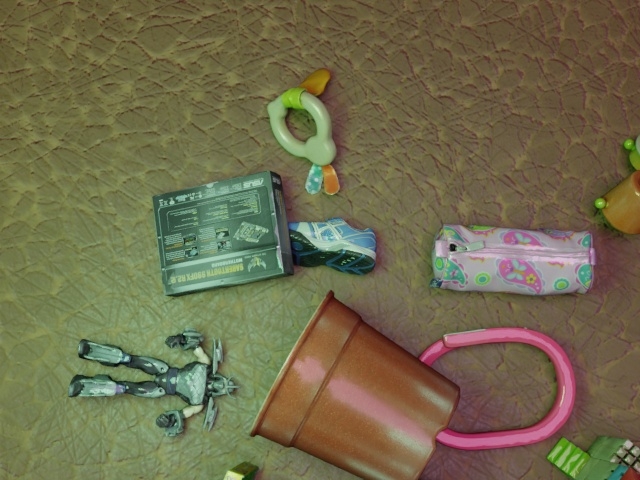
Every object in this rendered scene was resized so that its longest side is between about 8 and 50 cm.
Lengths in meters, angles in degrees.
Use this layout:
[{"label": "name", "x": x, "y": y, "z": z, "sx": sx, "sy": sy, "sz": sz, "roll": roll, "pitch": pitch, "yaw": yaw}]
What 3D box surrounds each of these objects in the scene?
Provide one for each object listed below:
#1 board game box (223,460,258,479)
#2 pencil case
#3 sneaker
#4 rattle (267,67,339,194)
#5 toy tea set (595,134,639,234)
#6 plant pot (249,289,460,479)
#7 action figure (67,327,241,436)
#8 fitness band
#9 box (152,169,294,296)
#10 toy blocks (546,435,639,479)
[{"label": "board game box", "x": -0.145, "y": 0.424, "z": 1.489, "sx": 0.039, "sy": 0.259, "sz": 0.124, "roll": 21, "pitch": 81, "yaw": 3}, {"label": "pencil case", "x": 0.334, "y": 0.033, "z": 1.636, "sx": 0.284, "sy": 0.124, "sz": 0.124, "roll": 4, "pitch": 81, "yaw": -2}, {"label": "sneaker", "x": 0.000, "y": 0.000, "z": 1.665, "sx": 0.211, "sy": 0.080, "sz": 0.081, "roll": 15, "pitch": 53, "yaw": 4}, {"label": "rattle", "x": 0.000, "y": -0.196, "z": 1.710, "sx": 0.130, "sy": 0.143, "sz": 0.199, "roll": -31, "pitch": 99, "yaw": 26}, {"label": "toy tea set", "x": 0.655, "y": -0.036, "z": 1.677, "sx": 0.336, "sy": 0.124, "sz": 0.200, "roll": 38, "pitch": 52, "yaw": 8}, {"label": "plant pot", "x": 0.066, "y": 0.261, "z": 1.511, "sx": 0.265, "sy": 0.272, "sz": 0.272, "roll": 29, "pitch": 81, "yaw": 5}, {"label": "action figure", "x": -0.277, "y": 0.240, "z": 1.601, "sx": 0.285, "sy": 0.099, "sz": 0.185, "roll": 7, "pitch": 76, "yaw": -3}, {"label": "fitness band", "x": 0.299, "y": 0.259, "z": 1.635, "sx": 0.291, "sy": 0.054, "sz": 0.208, "roll": -5, "pitch": 84, "yaw": -1}, {"label": "box", "x": -0.171, "y": -0.010, "z": 1.627, "sx": 0.231, "sy": 0.056, "sz": 0.183, "roll": -12, "pitch": 81, "yaw": 16}, {"label": "toy blocks", "x": 0.573, "y": 0.452, "z": 1.502, "sx": 0.381, "sy": 0.261, "sz": 0.190, "roll": 41, "pitch": 82, "yaw": 5}]
